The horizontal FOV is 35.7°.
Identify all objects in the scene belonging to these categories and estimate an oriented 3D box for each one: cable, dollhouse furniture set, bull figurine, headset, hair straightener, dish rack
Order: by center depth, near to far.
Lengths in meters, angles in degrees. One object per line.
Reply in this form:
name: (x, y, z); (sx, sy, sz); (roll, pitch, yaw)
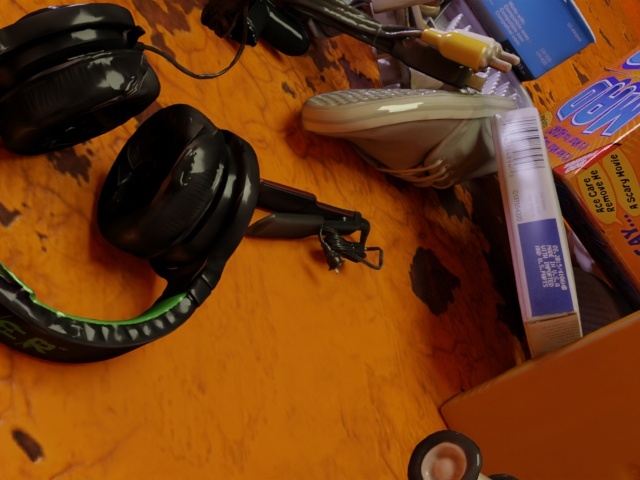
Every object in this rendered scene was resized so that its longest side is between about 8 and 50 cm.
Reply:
headset: (-0.132, -0.092, 0.752); (0.243, 0.185, 0.394); (48, 41, -20)
hair straightener: (0.000, 0.000, 1.034); (0.230, 0.047, 0.089); (18, 48, -56)
cable: (0.098, -0.255, 1.203); (0.287, 0.072, 0.139); (27, 9, 3)
dollhouse furniture set: (0.137, -0.350, 1.349); (0.212, 0.161, 0.242); (74, 5, -65)
dish rack: (0.242, -0.261, 1.631); (0.285, 0.072, 0.333); (52, 29, -11)
bull figurine: (0.482, -0.008, 1.737); (0.188, 0.101, 0.310); (60, 29, 6)

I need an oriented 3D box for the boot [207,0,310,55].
boot: (-0.070, -0.248, 1.148); (0.121, 0.045, 0.099); (44, 28, -11)

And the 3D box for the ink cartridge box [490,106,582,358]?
ink cartridge box: (0.282, 0.061, 1.244); (0.330, 0.071, 0.324); (65, 18, -47)

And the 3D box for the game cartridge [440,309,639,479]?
game cartridge: (0.326, 0.230, 1.026); (0.285, 0.324, 0.053); (61, 31, 2)

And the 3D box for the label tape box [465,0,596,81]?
label tape box: (0.332, -0.407, 1.732); (0.249, 0.115, 0.347); (54, 5, -6)

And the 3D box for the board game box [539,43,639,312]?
board game box: (0.538, -0.082, 1.376); (0.356, 0.356, 0.356); (53, 8, -12)

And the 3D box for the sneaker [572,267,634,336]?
sneaker: (0.462, 0.207, 1.465); (0.150, 0.135, 0.366); (13, 53, -49)

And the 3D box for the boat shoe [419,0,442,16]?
boat shoe: (0.103, -0.393, 1.482); (0.178, 0.060, 0.064); (19, 30, -6)

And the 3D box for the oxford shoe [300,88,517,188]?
oxford shoe: (0.132, -0.129, 1.266); (0.449, 0.169, 0.130); (-7, 105, -58)

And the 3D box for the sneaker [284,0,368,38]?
sneaker: (0.000, -0.354, 1.304); (0.163, 0.086, 0.226); (44, 38, -7)

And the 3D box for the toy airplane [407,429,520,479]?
toy airplane: (0.137, 0.348, 0.672); (0.386, 0.272, 0.384); (42, -2, -4)
